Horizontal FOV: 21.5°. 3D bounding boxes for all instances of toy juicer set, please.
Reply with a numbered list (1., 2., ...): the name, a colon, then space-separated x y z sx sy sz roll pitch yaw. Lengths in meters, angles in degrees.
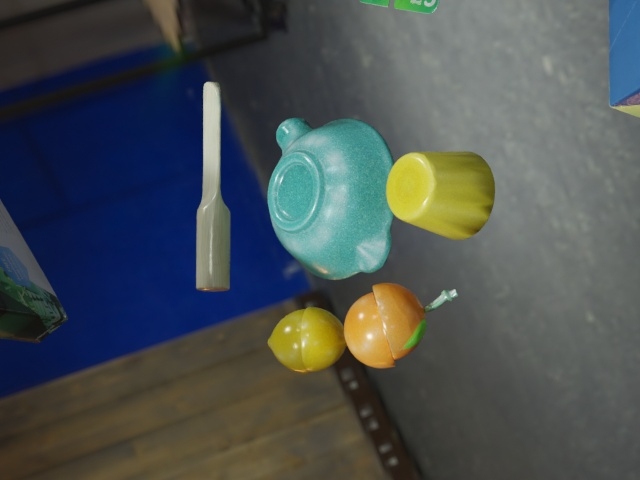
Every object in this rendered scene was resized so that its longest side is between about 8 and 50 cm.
1. toy juicer set: 0.000 0.000 1.391 0.329 0.089 0.209 21 100 47

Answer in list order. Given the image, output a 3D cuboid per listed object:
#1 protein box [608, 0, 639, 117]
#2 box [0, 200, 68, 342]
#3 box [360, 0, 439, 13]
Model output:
1. protein box: 0.339 -0.212 1.323 0.200 0.136 0.201 -35 44 54
2. box: -0.417 -0.007 1.780 0.232 0.058 0.322 57 -165 18
3. box: 0.052 -0.280 1.406 0.105 0.043 0.179 18 120 47
